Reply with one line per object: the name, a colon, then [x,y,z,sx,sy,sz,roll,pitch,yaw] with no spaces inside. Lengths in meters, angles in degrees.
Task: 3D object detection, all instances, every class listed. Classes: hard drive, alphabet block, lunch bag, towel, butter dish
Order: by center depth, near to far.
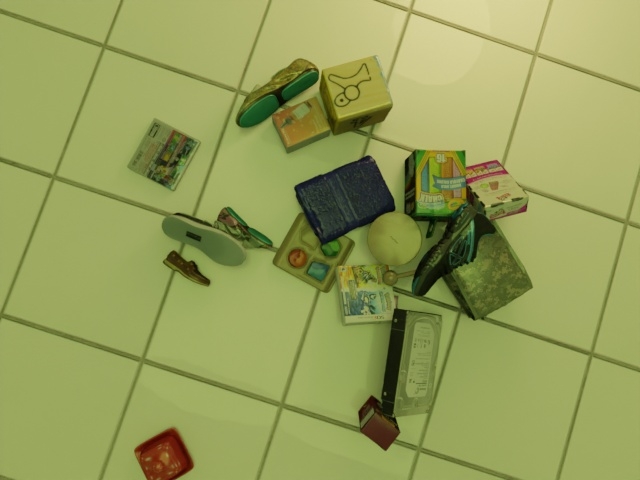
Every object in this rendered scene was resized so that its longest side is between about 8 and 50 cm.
butter dish: [-0.519,0.724,1.749,0.160,0.118,0.160,-28,88,-5]
hard drive: [0.306,0.404,1.779,0.064,0.237,0.339,5,83,42]
lunch bag: [0.551,0.105,1.839,0.235,0.169,0.287,-29,83,-3]
alphabet block: [0.117,-0.496,1.853,0.197,0.193,0.192,-16,85,-4]
towel: [0.085,-0.143,1.867,0.308,0.076,0.228,-24,88,-12]

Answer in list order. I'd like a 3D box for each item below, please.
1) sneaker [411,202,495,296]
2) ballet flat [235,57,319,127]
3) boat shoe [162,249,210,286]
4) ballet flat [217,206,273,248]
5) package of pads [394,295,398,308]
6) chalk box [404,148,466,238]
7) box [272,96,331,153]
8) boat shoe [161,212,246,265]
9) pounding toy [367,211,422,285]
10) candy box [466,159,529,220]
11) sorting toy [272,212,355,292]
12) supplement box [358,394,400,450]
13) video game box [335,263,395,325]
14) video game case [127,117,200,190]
sneaker: [0.418,0.051,1.707,0.139,0.125,0.341,35,96,-2]
ballet flat: [-0.167,-0.524,1.888,0.348,0.123,0.123,-35,88,-5]
boat shoe: [-0.450,0.096,1.834,0.178,0.064,0.060,31,86,2]
ballet flat: [-0.266,-0.025,1.857,0.221,0.077,0.079,38,103,5]
package of pads: [0.230,0.216,1.879,0.083,0.032,0.050,4,81,-3]
chalk box: [0.392,-0.153,1.847,0.179,0.180,0.289,0,86,-3]
box: [-0.067,-0.403,1.885,0.170,0.091,0.130,-25,87,-5]
boat shoe: [-0.382,-0.011,1.827,0.306,0.105,0.113,20,114,8]
pounding toy: [0.262,0.022,1.842,0.183,0.110,0.237,-19,86,5]
candy box: [0.584,-0.173,1.845,0.159,0.071,0.233,-14,42,-4]
sorting toy: [0.000,0.000,1.879,0.229,0.041,0.307,29,84,-1]
supplement box: [0.189,0.595,1.762,0.104,0.188,0.081,38,92,0]
video game box: [0.155,0.184,1.828,0.187,0.048,0.205,-1,67,-15]
video game case: [-0.548,-0.302,1.883,0.183,0.023,0.201,27,83,-1]
